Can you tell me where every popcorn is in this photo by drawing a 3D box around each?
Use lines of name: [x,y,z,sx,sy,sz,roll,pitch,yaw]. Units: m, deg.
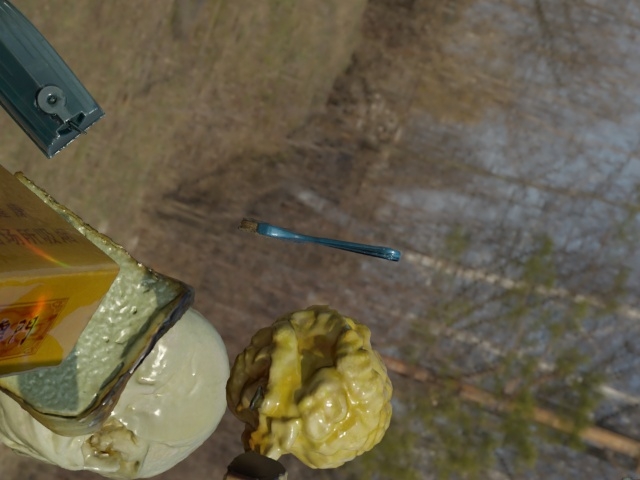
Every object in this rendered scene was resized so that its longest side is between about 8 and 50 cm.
popcorn: [-0.011,0.147,1.150,0.180,0.170,0.180,-25,-124,42]

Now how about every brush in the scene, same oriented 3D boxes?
brush: [0.000,0.000,0.994,0.051,0.164,0.014,13,89,-51]

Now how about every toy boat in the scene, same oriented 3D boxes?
toy boat: [-0.362,-0.211,1.405,0.093,0.246,0.103,-41,-175,-11]

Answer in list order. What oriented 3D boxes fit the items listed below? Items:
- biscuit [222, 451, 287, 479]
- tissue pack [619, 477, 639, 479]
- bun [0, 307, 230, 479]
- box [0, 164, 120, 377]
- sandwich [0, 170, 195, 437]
biscuit: [-0.062,0.251,0.869,0.056,0.052,0.188,-41,145,-76]
tissue pack: [0.380,0.564,1.673,0.297,0.207,0.380,-21,129,-30]
bun: [-0.304,0.212,1.608,0.361,0.361,0.213,109,-17,-51]
box: [-0.394,-0.053,0.928,0.116,0.415,0.264,-57,161,16]
sandwich: [-0.303,0.079,1.336,0.226,0.251,0.087,-56,176,-20]
